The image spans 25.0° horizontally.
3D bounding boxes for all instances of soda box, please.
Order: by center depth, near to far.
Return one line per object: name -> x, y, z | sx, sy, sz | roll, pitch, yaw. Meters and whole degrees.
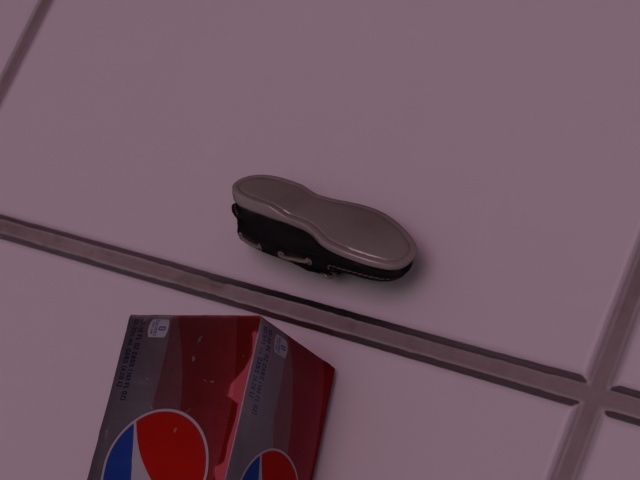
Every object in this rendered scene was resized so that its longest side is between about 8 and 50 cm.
soda box -> -0.071, 0.172, 0.734 | 0.092, 0.083, 0.263 | 0, 67, 31

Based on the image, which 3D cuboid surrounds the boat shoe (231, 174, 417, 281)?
boat shoe -> 0.000, 0.000, 0.809 | 0.125, 0.038, 0.046 | 21, 36, 31
